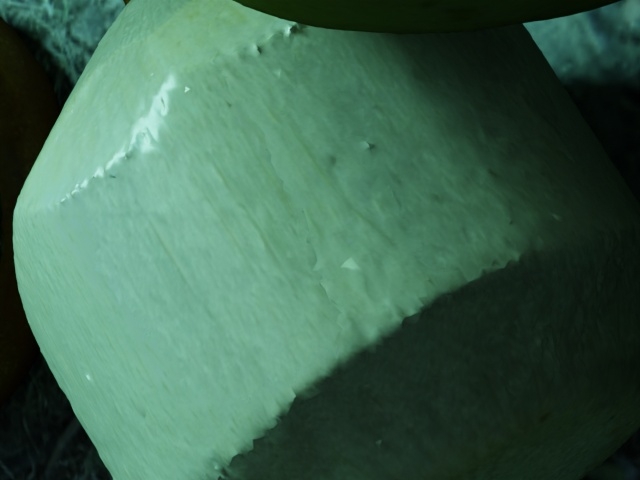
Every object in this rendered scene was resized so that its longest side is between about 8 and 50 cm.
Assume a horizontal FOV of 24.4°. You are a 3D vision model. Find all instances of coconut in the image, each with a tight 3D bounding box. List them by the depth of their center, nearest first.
[{"bbox_3d":[0.000,0.000,0.598,0.237,0.237,0.266,-41,66,33],"label":"coconut"}]

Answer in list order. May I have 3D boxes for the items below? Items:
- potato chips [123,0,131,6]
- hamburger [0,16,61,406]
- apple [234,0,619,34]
[{"bbox_3d":[-0.090,-0.079,0.804,0.026,0.037,0.204,-11,89,50],"label":"potato chips"},{"bbox_3d":[-0.321,-0.011,0.825,0.330,0.250,0.330,-2,86,25],"label":"hamburger"},{"bbox_3d":[0.053,-0.226,0.452,0.338,0.338,0.305,33,128,35],"label":"apple"}]
